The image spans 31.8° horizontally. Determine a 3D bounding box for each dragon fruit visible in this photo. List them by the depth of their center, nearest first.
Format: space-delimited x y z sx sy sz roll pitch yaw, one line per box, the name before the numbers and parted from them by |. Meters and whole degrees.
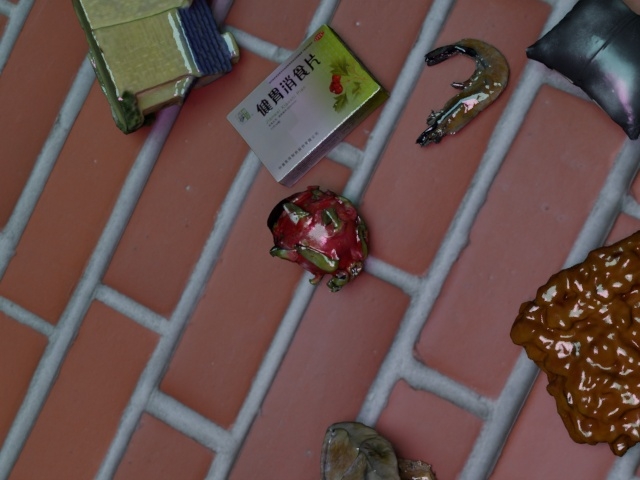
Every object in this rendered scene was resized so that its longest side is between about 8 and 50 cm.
dragon fruit | 0.000 0.000 1.993 0.172 0.160 0.166 40 74 21

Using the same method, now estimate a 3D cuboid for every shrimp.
shrimp | 0.228 -0.269 1.998 0.219 0.046 0.152 -45 71 5

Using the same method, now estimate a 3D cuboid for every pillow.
pillow | 0.493 -0.306 1.872 0.250 0.106 0.186 43 91 18

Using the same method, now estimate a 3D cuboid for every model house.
model house | -0.315 -0.392 2.152 0.266 0.261 0.321 -22 92 -9

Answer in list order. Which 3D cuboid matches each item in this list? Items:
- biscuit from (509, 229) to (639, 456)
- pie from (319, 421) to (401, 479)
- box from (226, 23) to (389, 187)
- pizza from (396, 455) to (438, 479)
biscuit | 0.491 0.167 1.804 0.318 0.110 0.312 -30 74 14
pie | 0.030 0.472 1.881 0.337 0.075 0.337 -37 43 45
box | -0.025 -0.249 2.084 0.260 0.062 0.175 -43 70 11
pizza | 0.137 0.443 1.922 0.147 0.069 0.226 -29 73 17
